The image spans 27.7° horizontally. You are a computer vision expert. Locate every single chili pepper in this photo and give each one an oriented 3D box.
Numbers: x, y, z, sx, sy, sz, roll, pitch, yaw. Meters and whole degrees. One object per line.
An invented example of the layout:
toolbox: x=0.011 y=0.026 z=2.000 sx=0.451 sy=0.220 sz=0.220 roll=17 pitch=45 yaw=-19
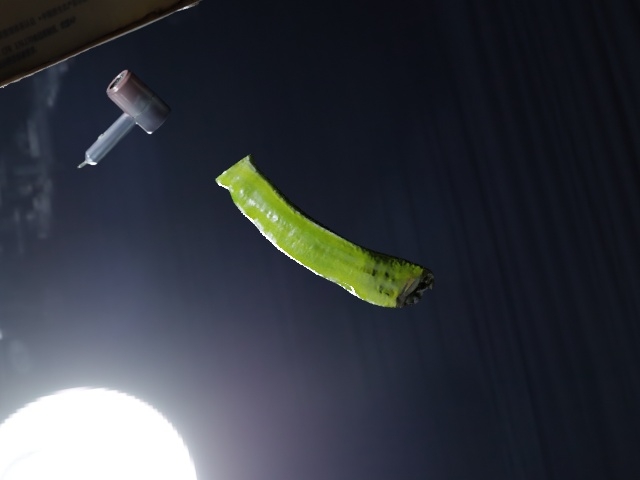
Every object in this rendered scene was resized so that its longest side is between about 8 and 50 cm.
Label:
chili pepper: x=0.000 y=0.000 z=1.081 sx=0.052 sy=0.202 sz=0.050 roll=-56 pitch=0 yaw=28

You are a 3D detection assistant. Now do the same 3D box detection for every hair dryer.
hair dryer: x=-0.219 y=-0.119 z=1.370 sx=0.114 sy=0.063 sz=0.037 roll=-45 pitch=23 yaw=6

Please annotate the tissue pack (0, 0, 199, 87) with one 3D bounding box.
tissue pack: x=-0.248 y=-0.201 z=0.850 sx=0.305 sy=0.238 sz=0.238 roll=-34 pitch=5 yaw=-38
